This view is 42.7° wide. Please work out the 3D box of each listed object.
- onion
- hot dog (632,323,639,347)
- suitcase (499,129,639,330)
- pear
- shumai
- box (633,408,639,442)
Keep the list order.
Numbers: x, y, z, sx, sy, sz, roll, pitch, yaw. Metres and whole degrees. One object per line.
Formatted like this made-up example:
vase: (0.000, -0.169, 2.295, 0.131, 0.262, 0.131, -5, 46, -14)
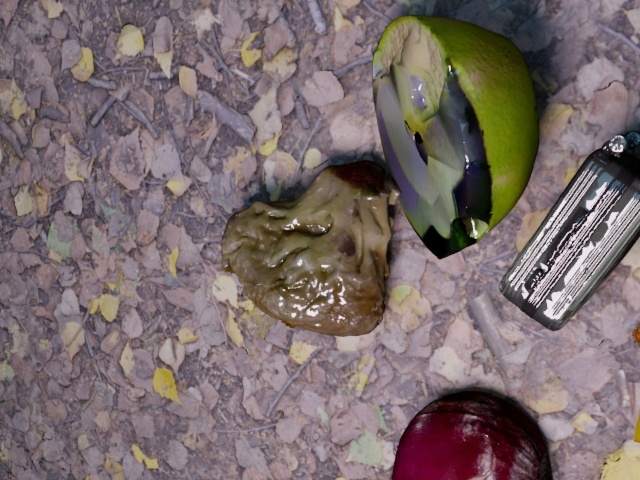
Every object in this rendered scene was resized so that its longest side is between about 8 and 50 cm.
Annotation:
onion: (0.255, 0.445, 1.417, 0.281, 0.260, 0.337, 13, 105, 21)
hot dog: (0.590, 0.159, 1.289, 0.188, 0.055, 0.072, 3, 100, 29)
suitcase: (0.417, -0.015, 1.265, 0.128, 0.202, 0.312, 39, 114, 17)
pear: (0.228, -0.182, 1.302, 0.165, 0.399, 0.399, -15, 93, -10)
shumai: (0.001, -0.002, 1.470, 0.346, 0.217, 0.283, 41, 123, 18)
box: (0.567, 0.270, 1.331, 0.086, 0.023, 0.155, 12, 113, 22)
